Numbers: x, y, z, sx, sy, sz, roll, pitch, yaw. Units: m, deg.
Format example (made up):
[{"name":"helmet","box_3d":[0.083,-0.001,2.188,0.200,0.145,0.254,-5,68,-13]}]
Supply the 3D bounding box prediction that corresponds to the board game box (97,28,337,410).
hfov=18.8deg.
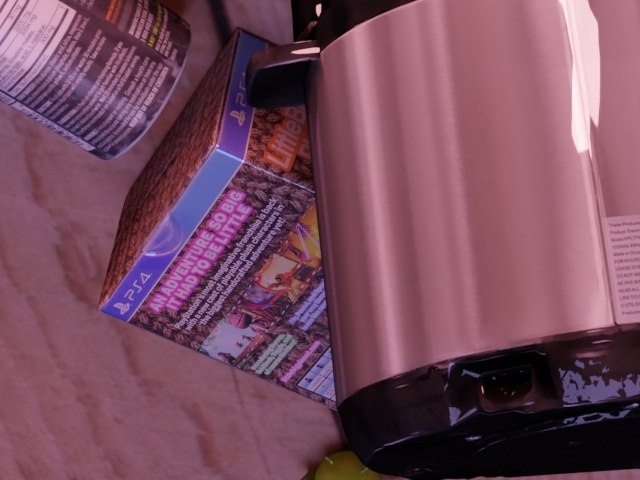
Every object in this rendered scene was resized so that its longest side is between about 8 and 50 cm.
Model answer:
[{"name":"board game box","box_3d":[0.000,0.000,1.613,0.291,0.141,0.232,24,134,-16]}]

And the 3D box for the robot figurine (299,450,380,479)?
[{"name":"robot figurine","box_3d":[0.028,0.257,1.931,0.101,0.067,0.115,11,138,14]}]

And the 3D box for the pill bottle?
[{"name":"pill bottle","box_3d":[-0.231,-0.174,1.476,0.246,0.130,0.130,31,132,-22]}]

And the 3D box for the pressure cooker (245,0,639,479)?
[{"name":"pressure cooker","box_3d":[0.178,-0.062,1.337,0.376,0.420,0.370,-18,162,38]}]
